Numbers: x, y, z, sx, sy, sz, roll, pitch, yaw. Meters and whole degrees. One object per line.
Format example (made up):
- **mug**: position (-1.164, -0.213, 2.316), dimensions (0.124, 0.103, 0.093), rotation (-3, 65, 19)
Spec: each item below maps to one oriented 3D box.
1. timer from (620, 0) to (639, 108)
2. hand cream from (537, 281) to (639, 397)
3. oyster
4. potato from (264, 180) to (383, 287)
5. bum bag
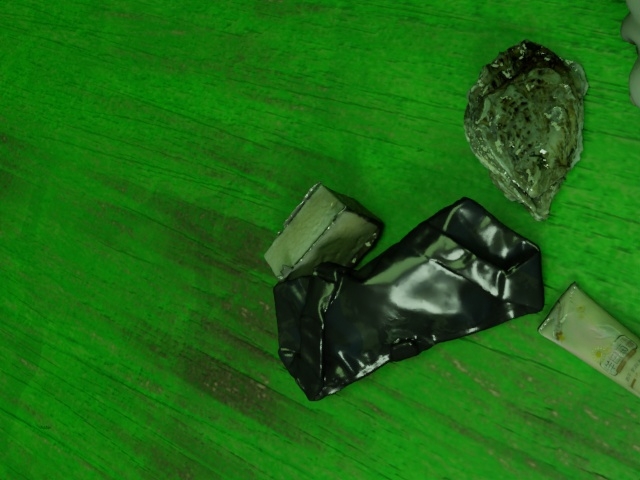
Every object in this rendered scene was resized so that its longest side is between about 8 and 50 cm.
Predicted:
- **timer**: position (0.330, -0.230, 0.724), dimensions (0.291, 0.291, 0.315), rotation (-3, 99, 31)
- **hand cream**: position (0.272, 0.100, 0.802), dimensions (0.143, 0.039, 0.061), rotation (39, 103, 36)
- **oyster**: position (0.206, -0.116, 0.873), dimensions (0.125, 0.064, 0.177), rotation (19, 80, 18)
- **potato**: position (-0.001, 0.002, 0.961), dimensions (0.122, 0.086, 0.061), rotation (-49, 46, 16)
- **bum bag**: position (0.078, 0.061, 0.893), dimensions (0.310, 0.074, 0.137), rotation (-26, 96, 20)
